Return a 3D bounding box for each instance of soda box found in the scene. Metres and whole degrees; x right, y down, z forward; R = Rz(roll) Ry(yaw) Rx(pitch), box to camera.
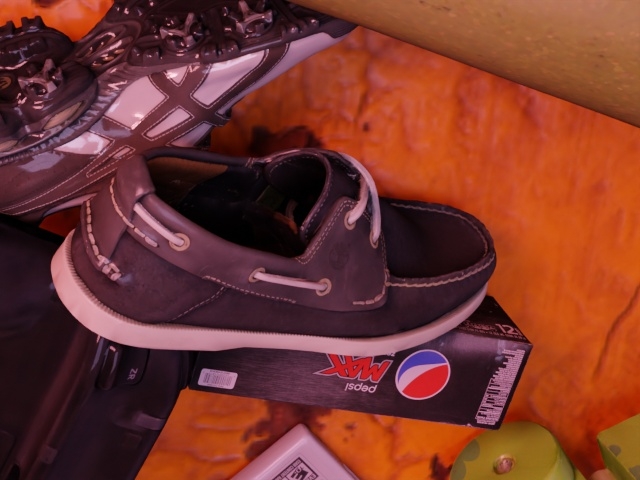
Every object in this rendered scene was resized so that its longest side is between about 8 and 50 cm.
[{"bbox_3d":[0.015,0.050,0.677,0.168,0.060,0.053,11,110,-19],"label":"soda box"}]

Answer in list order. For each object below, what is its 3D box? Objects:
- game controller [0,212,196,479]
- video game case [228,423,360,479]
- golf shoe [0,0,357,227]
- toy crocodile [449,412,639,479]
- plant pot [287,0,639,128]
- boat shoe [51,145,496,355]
[{"bbox_3d":[-0.188,0.126,0.644,0.166,0.067,0.319,26,114,-10],"label":"game controller"},{"bbox_3d":[-0.027,0.195,0.758,0.157,0.019,0.143,-40,119,4],"label":"video game case"},{"bbox_3d":[-0.070,-0.066,0.601,0.198,0.077,0.094,-19,135,-4],"label":"golf shoe"},{"bbox_3d":[0.184,0.138,0.741,0.340,0.105,0.115,-29,119,-1],"label":"toy crocodile"},{"bbox_3d":[0.091,-0.164,0.505,0.253,0.276,0.276,11,112,-7],"label":"plant pot"},{"bbox_3d":[0.000,0.000,0.604,0.233,0.084,0.079,2,130,-39],"label":"boat shoe"}]
